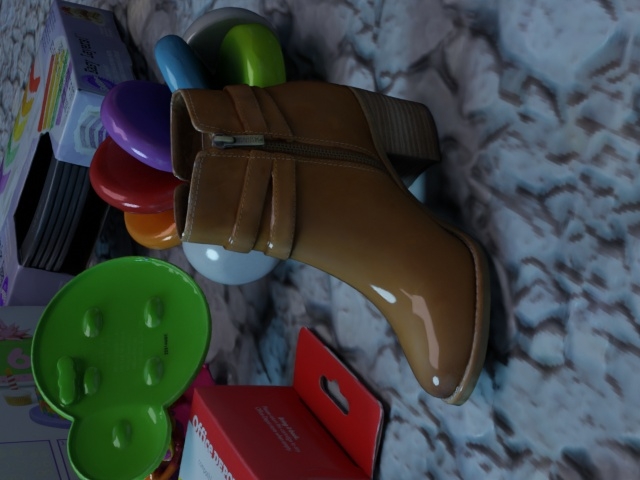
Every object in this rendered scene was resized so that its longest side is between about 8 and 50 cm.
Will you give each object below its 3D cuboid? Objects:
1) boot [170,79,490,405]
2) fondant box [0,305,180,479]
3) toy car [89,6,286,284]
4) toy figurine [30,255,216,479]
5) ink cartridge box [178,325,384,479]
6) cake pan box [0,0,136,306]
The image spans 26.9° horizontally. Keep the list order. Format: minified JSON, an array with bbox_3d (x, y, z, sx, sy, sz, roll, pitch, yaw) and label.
[{"bbox_3d":[0.000,0.000,0.710,0.073,0.152,0.197,-57,40,47],"label":"boot"},{"bbox_3d":[-0.220,0.180,1.054,0.330,0.238,0.096,-122,40,-49],"label":"fondant box"},{"bbox_3d":[-0.087,-0.068,0.914,0.159,0.136,0.182,-114,36,-43],"label":"toy car"},{"bbox_3d":[-0.118,0.124,0.966,0.159,0.130,0.173,66,-165,-57],"label":"toy figurine"},{"bbox_3d":[-0.038,0.183,0.861,0.134,0.078,0.231,40,123,58],"label":"ink cartridge box"},{"bbox_3d":[-0.244,-0.070,1.252,0.267,0.070,0.245,-117,44,-58],"label":"cake pan box"}]
